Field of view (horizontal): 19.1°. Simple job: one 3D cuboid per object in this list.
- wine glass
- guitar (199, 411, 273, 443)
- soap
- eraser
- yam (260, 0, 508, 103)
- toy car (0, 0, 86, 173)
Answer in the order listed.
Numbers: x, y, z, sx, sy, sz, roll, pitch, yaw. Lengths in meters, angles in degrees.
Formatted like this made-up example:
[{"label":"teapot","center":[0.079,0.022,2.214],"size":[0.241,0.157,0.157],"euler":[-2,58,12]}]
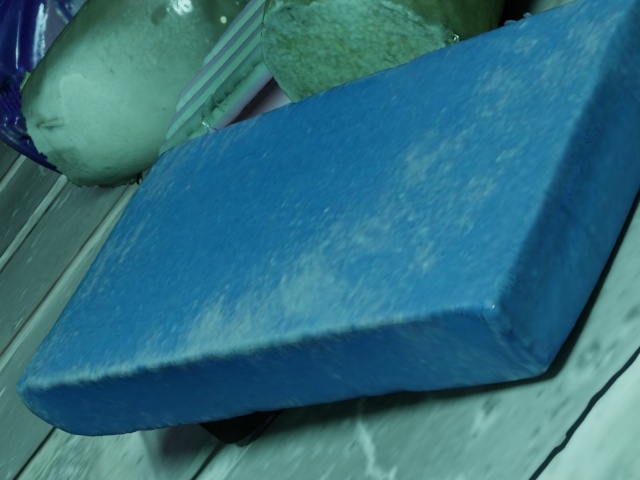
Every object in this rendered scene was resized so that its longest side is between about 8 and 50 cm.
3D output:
[{"label":"wine glass","center":[-0.085,-0.117,1.125],"size":[0.204,0.111,0.111],"euler":[-38,23,33]},{"label":"guitar","center":[-0.040,0.029,0.873],"size":[0.088,0.025,0.233],"euler":[-51,17,0]},{"label":"soap","center":[-0.017,-0.095,1.000],"size":[0.149,0.056,0.100],"euler":[-43,23,33]},{"label":"eraser","center":[0.000,0.000,0.727],"size":[0.312,0.042,0.144],"euler":[-15,41,52]},{"label":"yam","center":[0.035,-0.124,0.836],"size":[0.107,0.107,0.194],"euler":[-40,23,39]},{"label":"toy car","center":[-0.134,-0.164,1.276],"size":[0.158,0.172,0.235],"euler":[-6,54,55]}]
